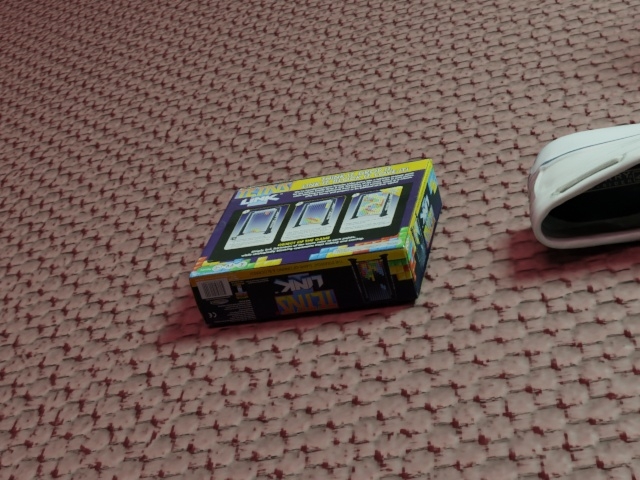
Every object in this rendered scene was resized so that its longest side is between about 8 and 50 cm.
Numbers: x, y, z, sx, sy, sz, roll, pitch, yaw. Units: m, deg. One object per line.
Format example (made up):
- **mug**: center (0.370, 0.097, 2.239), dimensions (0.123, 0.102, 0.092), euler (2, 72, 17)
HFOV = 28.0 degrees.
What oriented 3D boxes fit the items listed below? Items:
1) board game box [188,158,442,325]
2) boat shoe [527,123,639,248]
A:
- **board game box**: center (0.000, 0.000, 0.989), dimensions (0.170, 0.048, 0.141), euler (-8, 27, 19)
- **boat shoe**: center (0.269, -0.043, 0.882), dimensions (0.258, 0.095, 0.084), euler (-18, 30, 23)
